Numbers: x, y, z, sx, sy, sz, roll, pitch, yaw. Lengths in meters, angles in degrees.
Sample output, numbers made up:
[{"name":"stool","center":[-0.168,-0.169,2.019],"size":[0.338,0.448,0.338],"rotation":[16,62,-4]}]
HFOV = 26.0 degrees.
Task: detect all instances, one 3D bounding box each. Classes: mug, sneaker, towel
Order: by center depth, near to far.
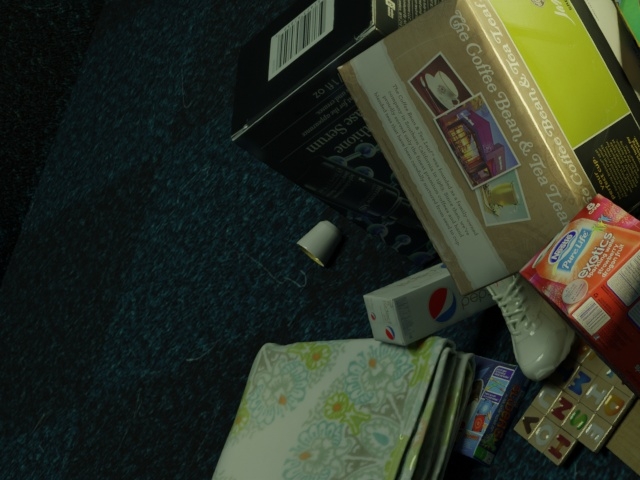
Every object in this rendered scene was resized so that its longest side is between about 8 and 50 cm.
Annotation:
[{"name":"sneaker","center":[0.260,0.086,1.809],"size":[0.090,0.115,0.232],"rotation":[-42,27,28]},{"name":"towel","center":[0.015,0.285,1.877],"size":[0.375,0.090,0.320],"rotation":[-6,51,39]},{"name":"mug","center":[-0.001,-0.001,2.358],"size":[0.064,0.062,0.078],"rotation":[-51,35,-6]}]

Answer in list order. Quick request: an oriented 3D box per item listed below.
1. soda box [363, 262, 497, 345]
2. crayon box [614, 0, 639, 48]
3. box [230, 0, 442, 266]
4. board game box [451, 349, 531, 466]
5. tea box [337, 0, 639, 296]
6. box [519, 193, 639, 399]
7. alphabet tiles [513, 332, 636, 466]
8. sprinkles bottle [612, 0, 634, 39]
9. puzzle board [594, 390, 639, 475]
[{"name":"soda box","center":[0.169,0.073,1.891],"size":[0.216,0.069,0.074],"rotation":[-21,12,-30]},{"name":"crayon box","center":[0.457,-0.268,1.818],"size":[0.081,0.165,0.278],"rotation":[-29,36,15]},{"name":"box","center":[0.114,-0.190,2.029],"size":[0.293,0.395,0.212],"rotation":[-35,36,34]},{"name":"board game box","center":[0.186,0.219,1.881],"size":[0.201,0.035,0.136],"rotation":[12,71,59]},{"name":"tea box","center":[0.253,-0.158,1.739],"size":[0.220,0.329,0.323],"rotation":[-28,1,40]},{"name":"box","center":[0.356,0.087,1.522],"size":[0.128,0.257,0.122],"rotation":[-45,29,3]},{"name":"alphabet tiles","center":[0.336,0.162,1.727],"size":[0.237,0.009,0.198],"rotation":[-55,25,1]},{"name":"sprinkles bottle","center":[0.435,-0.447,2.090],"size":[0.121,0.121,0.355],"rotation":[-39,33,28]},{"name":"puzzle board","center":[0.384,0.221,1.610],"size":[0.096,0.011,0.128],"rotation":[-53,30,3]}]
